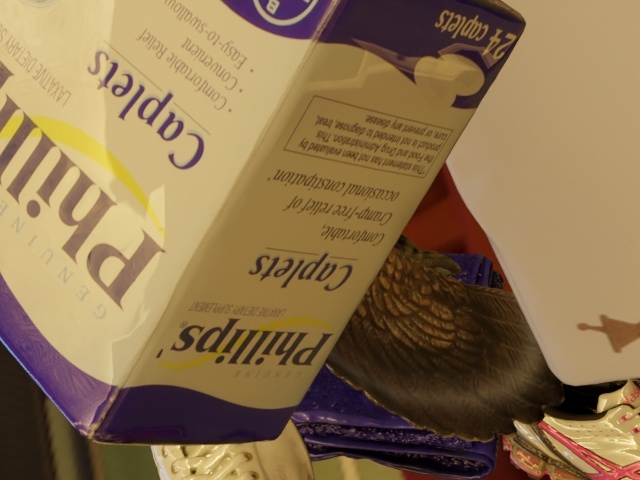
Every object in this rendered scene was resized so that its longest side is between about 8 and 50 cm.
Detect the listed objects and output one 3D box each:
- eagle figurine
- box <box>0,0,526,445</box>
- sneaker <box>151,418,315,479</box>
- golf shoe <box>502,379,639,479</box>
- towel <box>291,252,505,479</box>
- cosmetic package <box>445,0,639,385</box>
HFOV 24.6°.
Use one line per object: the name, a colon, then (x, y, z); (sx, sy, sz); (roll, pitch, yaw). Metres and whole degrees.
eagle figurine: (0.010, -0.003, 0.945); (0.225, 0.298, 0.226); (-10, 35, 29)
box: (-0.040, -0.036, 0.388); (0.126, 0.072, 0.137); (42, 111, 33)
sneaker: (-0.051, 0.190, 1.017); (0.106, 0.123, 0.290); (-28, 68, 2)
golf shoe: (0.207, 0.133, 0.957); (0.186, 0.067, 0.086); (16, 133, 19)
towel: (0.072, 0.108, 1.482); (0.308, 0.228, 0.076); (-76, -10, -56)
cosmetic package: (0.230, -0.192, 0.712); (0.327, 0.329, 0.393); (-10, 47, 22)
